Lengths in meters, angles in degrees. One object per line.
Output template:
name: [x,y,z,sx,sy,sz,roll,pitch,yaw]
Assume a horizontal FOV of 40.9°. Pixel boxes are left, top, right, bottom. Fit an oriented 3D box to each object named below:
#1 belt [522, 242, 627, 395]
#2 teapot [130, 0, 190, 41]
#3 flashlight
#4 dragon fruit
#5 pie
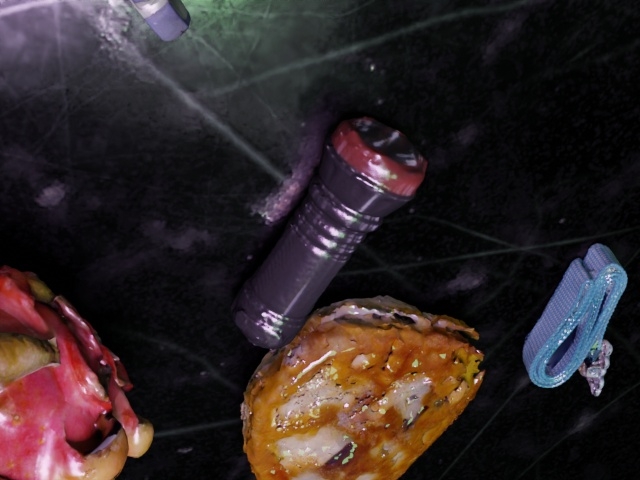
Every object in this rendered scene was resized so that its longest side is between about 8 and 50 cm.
belt: [0.297,0.090,0.959,0.100,0.065,0.179,10,123,-14]
teapot: [-0.145,-0.197,0.553,0.111,0.108,0.149,-9,128,-11]
flashlight: [0.000,0.000,0.776,0.093,0.093,0.232,17,123,-29]
dragon fruit: [-0.281,0.151,0.677,0.291,0.269,0.250,3,139,-29]
pie: [0.038,0.177,0.918,0.308,0.085,0.308,-11,126,-16]
